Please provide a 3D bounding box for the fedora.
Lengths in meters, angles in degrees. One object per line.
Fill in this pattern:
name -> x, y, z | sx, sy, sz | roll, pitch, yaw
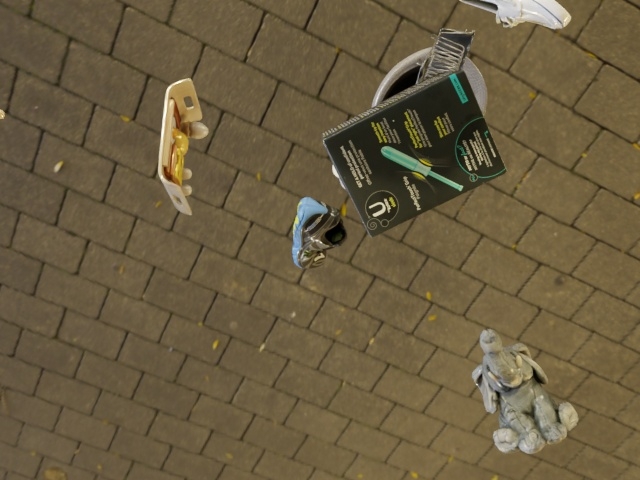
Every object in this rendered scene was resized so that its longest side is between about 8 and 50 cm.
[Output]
fedora -> 0.257, -0.313, 1.355 | 0.275, 0.124, 0.243 | -45, 84, 16

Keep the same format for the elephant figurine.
elephant figurine -> 0.375, 0.273, 1.105 | 0.239, 0.169, 0.186 | 63, 148, 10

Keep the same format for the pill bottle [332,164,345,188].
pill bottle -> 0.128, -0.178, 1.641 | 0.117, 0.117, 0.208 | -38, 141, 18

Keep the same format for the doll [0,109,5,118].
doll -> -0.565, -0.213, 0.886 | 0.129, 0.189, 0.046 | 7, 103, -23

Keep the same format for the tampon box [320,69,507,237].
tampon box -> 0.097, -0.099, 0.634 | 0.161, 0.101, 0.120 | -26, 103, 6

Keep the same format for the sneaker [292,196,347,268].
sneaker -> 0.000, 0.000, 0.868 | 0.078, 0.067, 0.188 | 14, 156, 5

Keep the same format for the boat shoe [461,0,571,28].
boat shoe -> 0.429, -0.522, 1.275 | 0.258, 0.095, 0.084 | 38, 104, 27

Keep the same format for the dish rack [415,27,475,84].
dish rack -> 0.197, -0.253, 1.011 | 0.074, 0.271, 0.208 | 18, 127, 9

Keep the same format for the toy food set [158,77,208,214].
toy food set -> -0.361, -0.245, 1.531 | 0.092, 0.219, 0.306 | 2, 75, -4
